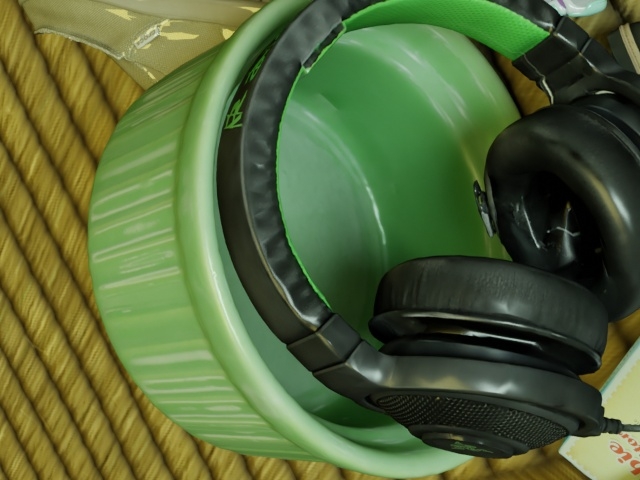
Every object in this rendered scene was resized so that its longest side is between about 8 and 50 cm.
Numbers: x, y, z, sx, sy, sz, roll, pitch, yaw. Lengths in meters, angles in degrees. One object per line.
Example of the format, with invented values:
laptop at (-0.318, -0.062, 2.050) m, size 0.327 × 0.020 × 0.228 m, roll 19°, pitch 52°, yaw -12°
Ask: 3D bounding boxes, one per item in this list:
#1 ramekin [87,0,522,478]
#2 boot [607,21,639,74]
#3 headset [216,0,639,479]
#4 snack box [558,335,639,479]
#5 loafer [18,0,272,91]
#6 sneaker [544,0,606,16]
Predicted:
ramekin at (0.000, 0.000, 0.779) m, size 0.148 × 0.303 × 0.303 m, roll -14°, pitch 100°, yaw 46°
boot at (0.274, -0.077, 0.703) m, size 0.137 × 0.077 × 0.198 m, roll -39°, pitch 79°, yaw 23°
headset at (0.113, 0.028, 0.688) m, size 0.394 × 0.243 × 0.185 m, roll 42°, pitch 157°, yaw -6°
snack box at (0.327, 0.164, 0.754) m, size 0.322 × 0.060 × 0.187 m, roll 39°, pitch 126°, yaw 17°
loafer at (-0.124, -0.154, 0.926) m, size 0.269 × 0.102 × 0.092 m, roll 12°, pitch 109°, yaw 31°
sneaker at (0.138, -0.182, 0.765) m, size 0.098 × 0.038 × 0.069 m, roll 21°, pitch 120°, yaw 28°
